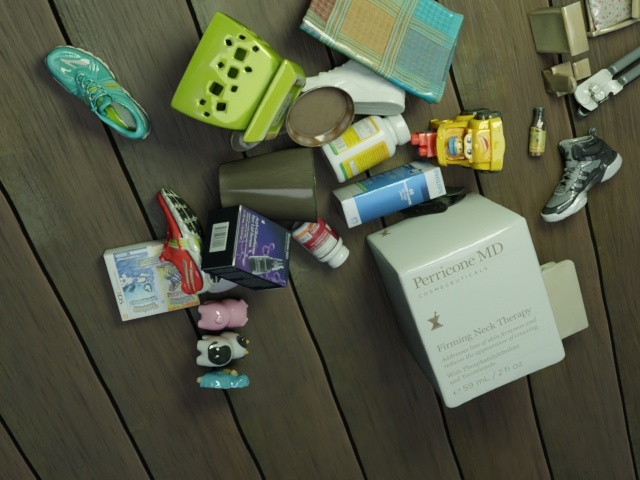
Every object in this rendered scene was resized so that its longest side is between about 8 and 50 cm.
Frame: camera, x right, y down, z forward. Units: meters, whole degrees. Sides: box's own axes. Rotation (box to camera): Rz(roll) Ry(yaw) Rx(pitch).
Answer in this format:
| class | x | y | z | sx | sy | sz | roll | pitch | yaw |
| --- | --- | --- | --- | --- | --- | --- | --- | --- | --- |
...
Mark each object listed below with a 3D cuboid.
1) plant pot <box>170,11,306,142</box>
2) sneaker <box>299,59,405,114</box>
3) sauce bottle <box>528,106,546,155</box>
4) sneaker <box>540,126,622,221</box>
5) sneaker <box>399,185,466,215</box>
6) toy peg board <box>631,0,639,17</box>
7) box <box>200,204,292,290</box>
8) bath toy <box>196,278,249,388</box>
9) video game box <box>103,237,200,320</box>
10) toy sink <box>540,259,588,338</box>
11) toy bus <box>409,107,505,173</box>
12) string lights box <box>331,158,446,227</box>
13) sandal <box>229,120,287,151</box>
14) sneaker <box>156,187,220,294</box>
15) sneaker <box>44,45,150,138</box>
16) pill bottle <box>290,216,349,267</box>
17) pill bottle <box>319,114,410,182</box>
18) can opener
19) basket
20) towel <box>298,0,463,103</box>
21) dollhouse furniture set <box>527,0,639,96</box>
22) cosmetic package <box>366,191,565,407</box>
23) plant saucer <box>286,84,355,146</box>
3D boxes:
| class | x | y | z | sx | sy | sz | roll | pitch | yaw |
| --- | --- | --- | --- | --- | --- | --- | --- | --- | --- |
| plant pot | -0.165 | -0.341 | 1.404 | 0.207 | 0.227 | 0.228 | 31 | 102 | 0 |
| sneaker | 0.064 | -0.402 | 1.529 | 0.293 | 0.108 | 0.169 | 6 | 79 | 6 |
| sauce bottle | 0.578 | -0.290 | 1.678 | 0.042 | 0.042 | 0.128 | -5 | 106 | -8 |
| sneaker | 0.672 | -0.182 | 1.701 | 0.268 | 0.101 | 0.153 | -43 | 109 | -1 |
| sneaker | 0.294 | -0.110 | 1.674 | 0.170 | 0.089 | 0.051 | -1 | 124 | 28 |
| toy peg board | 0.837 | -0.647 | 1.537 | 0.161 | 0.079 | 0.160 | -37 | 128 | -28 |
| box | -0.173 | 0.023 | 1.524 | 0.207 | 0.108 | 0.153 | 26 | 62 | -51 |
| bath toy | -0.243 | 0.210 | 1.642 | 0.129 | 0.151 | 0.348 | 2 | 99 | 7 |
| video game box | -0.429 | 0.096 | 1.618 | 0.205 | 0.048 | 0.187 | -12 | 111 | -6 |
| toy sink | 0.632 | 0.155 | 1.782 | 0.153 | 0.131 | 0.234 | -25 | 115 | -2 |
| toy bus | 0.332 | -0.243 | 1.561 | 0.212 | 0.220 | 0.149 | -4 | 105 | -2 |
| string lights box | 0.170 | -0.124 | 1.608 | 0.260 | 0.133 | 0.076 | -19 | 109 | -3 |
| sandal | -0.139 | -0.271 | 1.551 | 0.180 | 0.049 | 0.072 | -19 | 110 | -4 |
| sneaker | -0.348 | 0.003 | 1.532 | 0.118 | 0.107 | 0.279 | -28 | 79 | 11 |
| sneaker | -0.499 | -0.335 | 1.435 | 0.275 | 0.110 | 0.107 | 41 | 97 | -18 |
| pill bottle | 0.000 | 0.000 | 1.643 | 0.086 | 0.086 | 0.152 | -45 | 110 | 6 |
| pill bottle | 0.112 | -0.240 | 1.570 | 0.208 | 0.117 | 0.117 | -28 | 110 | 0 |
| can opener | 0.780 | -0.432 | 1.656 | 0.280 | 0.093 | 0.074 | -36 | 80 | -1 |
| basket | -0.128 | -0.131 | 1.544 | 0.227 | 0.154 | 0.204 | -5 | 77 | -3 |
| towel | 0.155 | -0.505 | 1.467 | 0.370 | 0.040 | 0.271 | 25 | 68 | -16 |
| dollhouse furniture set | 0.724 | -0.554 | 1.550 | 0.356 | 0.174 | 0.303 | -21 | 110 | -3 |
| cosmetic package | 0.360 | 0.137 | 1.624 | 0.329 | 0.327 | 0.393 | -23 | 109 | -2 |
| plant saucer | -0.003 | -0.293 | 1.465 | 0.168 | 0.029 | 0.168 | -14 | 139 | -12 |
